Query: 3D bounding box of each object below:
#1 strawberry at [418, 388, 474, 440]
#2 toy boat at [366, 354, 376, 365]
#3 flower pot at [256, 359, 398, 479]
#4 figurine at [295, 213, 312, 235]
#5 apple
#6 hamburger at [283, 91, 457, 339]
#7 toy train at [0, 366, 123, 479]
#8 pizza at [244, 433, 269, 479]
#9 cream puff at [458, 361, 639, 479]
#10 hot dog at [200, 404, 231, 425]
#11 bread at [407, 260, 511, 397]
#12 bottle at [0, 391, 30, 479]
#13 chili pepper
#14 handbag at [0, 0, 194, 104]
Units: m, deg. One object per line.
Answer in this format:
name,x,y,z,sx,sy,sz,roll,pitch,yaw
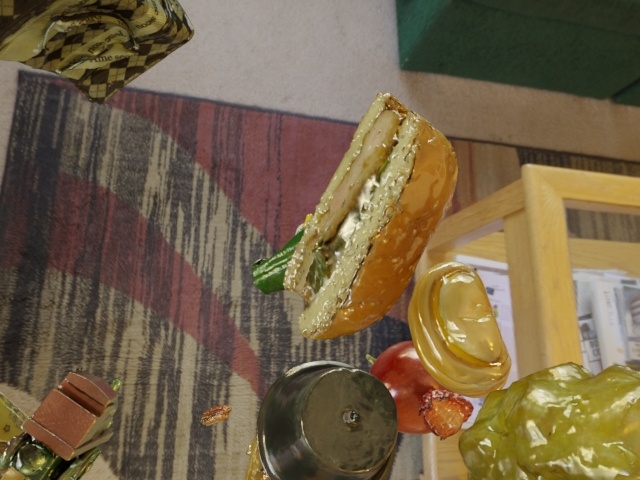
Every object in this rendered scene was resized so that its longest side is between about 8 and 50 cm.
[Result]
strawberry,0.292,0.400,1.205,0.121,0.082,0.188,-42,128,-2
toy boat,0.206,0.524,1.691,0.099,0.108,0.293,0,103,14
flower pot,0.026,0.278,0.751,0.235,0.148,0.235,6,61,-10
figurine,0.000,0.006,1.609,0.178,0.129,0.109,37,52,16
apple,0.259,0.413,1.408,0.216,0.260,0.260,-20,82,-1
hamburger,0.061,-0.006,0.534,0.131,0.124,0.262,17,114,-29
toy train,-0.510,0.387,1.041,0.150,0.304,0.221,34,74,0
pizza,-0.064,0.376,0.970,0.089,0.323,0.223,27,27,29
cream puff,0.245,0.248,0.448,0.185,0.282,0.282,-37,88,-31
hot dog,-0.335,0.556,1.600,0.038,0.144,0.062,47,41,-16
bread,0.199,0.137,0.726,0.121,0.311,0.173,-19,64,13
bottle,-0.728,0.466,1.128,0.171,0.171,0.351,-38,124,-21
chili pepper,0.003,0.046,1.399,0.385,0.213,0.167,-25,71,17
handbag,-0.493,-0.421,0.966,0.317,0.416,0.180,-31,81,20
